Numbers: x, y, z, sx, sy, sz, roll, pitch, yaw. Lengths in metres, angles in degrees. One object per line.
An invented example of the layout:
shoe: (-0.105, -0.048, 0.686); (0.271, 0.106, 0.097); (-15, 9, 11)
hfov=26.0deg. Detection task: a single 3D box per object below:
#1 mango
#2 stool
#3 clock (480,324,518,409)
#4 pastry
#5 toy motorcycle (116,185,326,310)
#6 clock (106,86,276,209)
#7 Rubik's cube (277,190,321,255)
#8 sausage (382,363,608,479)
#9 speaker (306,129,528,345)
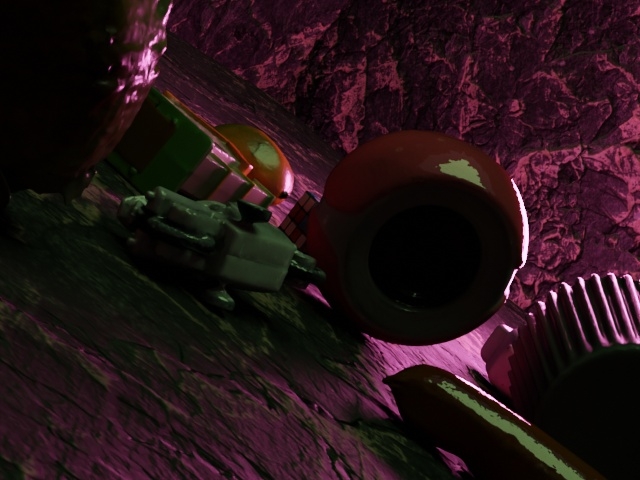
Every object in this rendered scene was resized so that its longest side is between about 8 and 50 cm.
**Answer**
mango: (-0.121, -0.126, 2.150); (0.147, 0.109, 0.227); (28, 9, -32)
stool: (0.400, 0.217, 1.857); (0.297, 0.297, 0.330); (38, 12, 0)
clock: (0.403, 0.266, 2.213); (0.322, 0.113, 0.295); (36, 7, -2)
pastry: (-0.275, -0.196, 1.159); (0.330, 0.329, 0.136); (39, 18, 12)
toy motorcycle: (-0.115, 0.000, 1.476); (0.171, 0.110, 0.260); (23, 4, 38)
clock: (-0.193, -0.118, 1.820); (0.220, 0.106, 0.255); (42, 4, 24)
Rubik's cube: (0.000, 0.000, 2.004); (0.092, 0.092, 0.092); (33, 8, -32)
sausage: (0.216, 0.244, 1.520); (0.348, 0.094, 0.097); (38, 3, 12)
speaker: (0.130, -0.010, 1.841); (0.294, 0.294, 0.294); (37, 7, -6)
